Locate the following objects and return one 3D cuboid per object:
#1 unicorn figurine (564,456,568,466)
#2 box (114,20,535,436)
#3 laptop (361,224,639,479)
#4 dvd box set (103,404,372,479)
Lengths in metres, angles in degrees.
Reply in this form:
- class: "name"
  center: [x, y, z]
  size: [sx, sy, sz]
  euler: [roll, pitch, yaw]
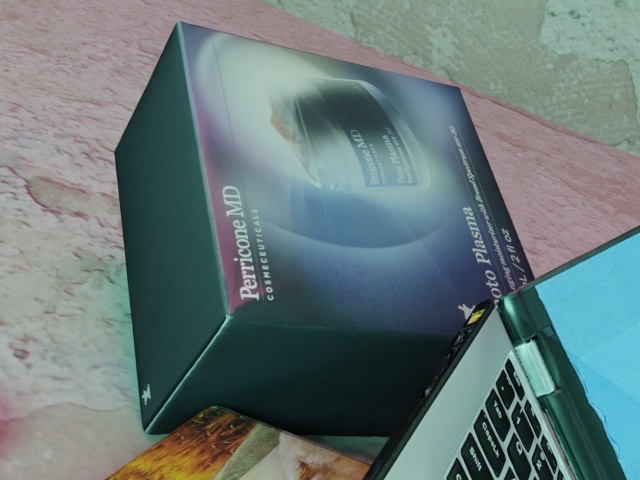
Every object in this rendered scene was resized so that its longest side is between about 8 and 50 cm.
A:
- class: "unicorn figurine"
  center: [0.202, 0.256, 0.678]
  size: [0.162, 0.060, 0.111]
  euler: [48, 31, 17]
- class: "box"
  center: [0.000, 0.000, 0.781]
  size: [0.294, 0.182, 0.296]
  euler: [7, 50, -28]
- class: "laptop"
  center: [0.233, 0.180, 0.397]
  size: [0.382, 0.236, 0.408]
  euler: [64, 28, -5]
- class: "dvd box set"
  center: [-0.043, 0.228, 0.437]
  size: [0.308, 0.062, 0.420]
  euler: [16, 20, 23]
